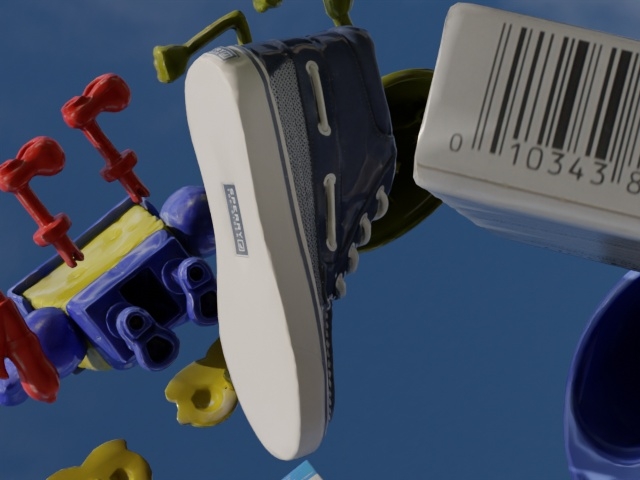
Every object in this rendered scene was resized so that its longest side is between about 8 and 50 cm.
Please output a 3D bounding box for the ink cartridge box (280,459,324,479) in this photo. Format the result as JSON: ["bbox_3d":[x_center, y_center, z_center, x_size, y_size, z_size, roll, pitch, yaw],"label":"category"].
[{"bbox_3d":[0.009,0.178,1.211,0.028,0.083,0.048,-37,-52,-4],"label":"ink cartridge box"}]

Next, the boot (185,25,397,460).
[{"bbox_3d":[0.000,0.000,0.897,0.086,0.069,0.190,-17,-73,-30],"label":"boot"}]

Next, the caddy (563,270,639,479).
[{"bbox_3d":[0.315,0.091,1.193,0.179,0.341,0.241,-10,-104,-65],"label":"caddy"}]

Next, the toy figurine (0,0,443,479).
[{"bbox_3d":[-0.109,-0.009,1.175,0.362,0.217,0.191,-41,-74,-13],"label":"toy figurine"}]

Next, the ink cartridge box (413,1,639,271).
[{"bbox_3d":[0.212,-0.004,0.747,0.324,0.330,0.071,13,-89,9],"label":"ink cartridge box"}]
